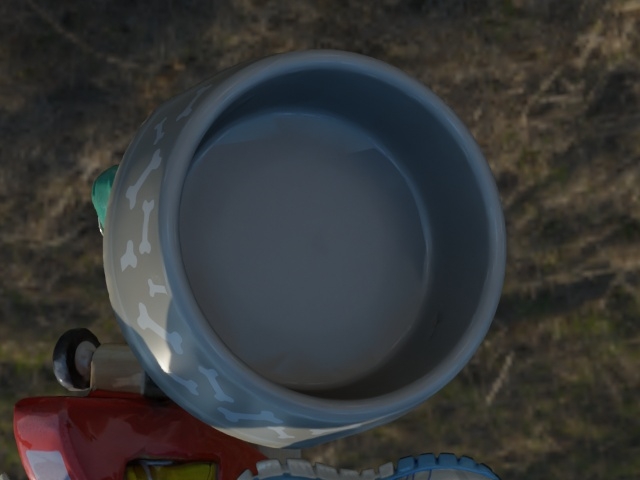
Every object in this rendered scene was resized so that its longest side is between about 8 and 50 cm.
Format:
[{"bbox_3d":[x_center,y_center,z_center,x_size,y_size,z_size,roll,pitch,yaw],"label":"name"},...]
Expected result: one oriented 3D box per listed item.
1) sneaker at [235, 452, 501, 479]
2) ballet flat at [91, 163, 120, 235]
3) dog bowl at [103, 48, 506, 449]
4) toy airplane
[{"bbox_3d":[0.038,0.197,0.922,0.191,0.083,0.071,-3,129,-7],"label":"sneaker"},{"bbox_3d":[-0.223,0.019,1.684,0.087,0.247,0.083,4,-154,43],"label":"ballet flat"},{"bbox_3d":[0.000,0.000,1.131,0.349,0.348,0.102,9,167,-21],"label":"dog bowl"},{"bbox_3d":[-0.128,0.275,1.319,0.384,0.272,0.386,18,155,-9],"label":"toy airplane"}]
